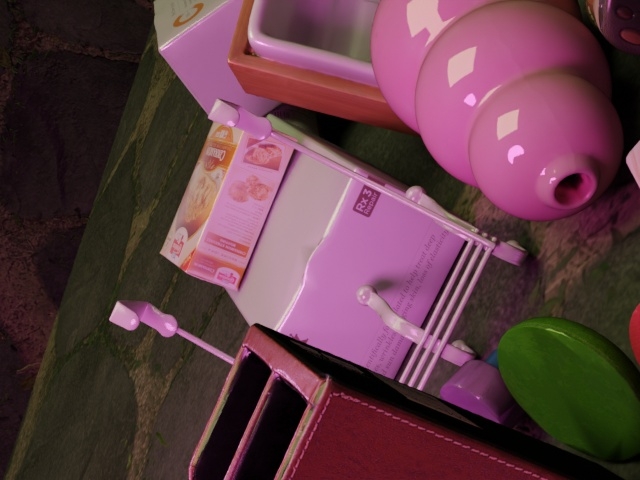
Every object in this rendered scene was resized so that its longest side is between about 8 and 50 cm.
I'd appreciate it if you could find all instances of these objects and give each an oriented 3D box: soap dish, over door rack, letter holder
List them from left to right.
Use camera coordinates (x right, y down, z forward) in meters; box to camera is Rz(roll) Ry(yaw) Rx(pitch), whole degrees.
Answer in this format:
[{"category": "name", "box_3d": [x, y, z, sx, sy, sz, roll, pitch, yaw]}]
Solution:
[{"category": "over door rack", "box_3d": [0.001, 0.037, 1.100, 0.240, 0.324, 0.108, -64, -5, 6]}, {"category": "soap dish", "box_3d": [0.054, -0.241, 1.322, 0.118, 0.290, 0.229, 111, 171, -60]}, {"category": "letter holder", "box_3d": [0.063, 0.217, 0.741, 0.214, 0.301, 0.152, -66, 21, 0]}]

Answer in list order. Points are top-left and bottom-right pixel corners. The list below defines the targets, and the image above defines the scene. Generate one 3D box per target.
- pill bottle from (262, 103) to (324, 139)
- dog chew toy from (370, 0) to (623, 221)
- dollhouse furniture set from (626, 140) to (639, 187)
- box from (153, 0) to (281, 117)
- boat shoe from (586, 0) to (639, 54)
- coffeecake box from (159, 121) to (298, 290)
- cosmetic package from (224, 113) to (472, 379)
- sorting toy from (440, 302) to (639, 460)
[{"category": "pill bottle", "box_3d": [-0.061, -0.154, 1.678, 0.131, 0.131, 0.229, -54, 24, 28]}, {"category": "dog chew toy", "box_3d": [0.167, -0.140, 1.045, 0.207, 0.206, 0.332, -55, 31, 25]}, {"category": "dollhouse furniture set", "box_3d": [0.334, -0.103, 0.593, 0.303, 0.198, 0.286, -53, 24, 28]}, {"category": "box", "box_3d": [-0.045, -0.334, 1.605, 0.345, 0.168, 0.215, -32, 29, 8]}, {"category": "boat shoe", "box_3d": [0.320, -0.318, 0.972, 0.324, 0.122, 0.120, -58, 19, 16]}, {"category": "coffeecake box", "box_3d": [-0.110, -0.048, 1.340, 0.186, 0.068, 0.142, -68, 22, 0]}, {"category": "cosmetic package", "box_3d": [0.000, 0.000, 1.340, 0.217, 0.156, 0.385, -63, 22, 8]}, {"category": "sorting toy", "box_3d": [0.228, 0.072, 0.838, 0.126, 0.127, 0.365, -42, 7, -28]}]
